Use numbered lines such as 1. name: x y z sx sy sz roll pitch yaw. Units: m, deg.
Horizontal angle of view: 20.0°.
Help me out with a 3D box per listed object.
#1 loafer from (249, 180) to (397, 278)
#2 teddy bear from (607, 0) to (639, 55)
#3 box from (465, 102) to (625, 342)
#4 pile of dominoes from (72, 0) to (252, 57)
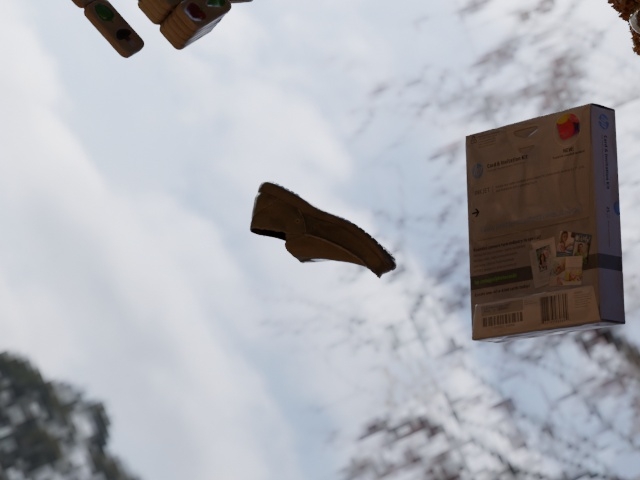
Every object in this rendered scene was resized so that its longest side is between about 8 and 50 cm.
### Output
1. loafer: 0.000 0.000 1.559 0.148 0.050 0.056 28 -4 29
2. teddy bear: 0.470 -0.255 2.229 0.245 0.113 0.338 26 -5 33
3. box: 0.191 -0.012 1.564 0.145 0.038 0.186 -13 -105 45
4. pile of dominoes: -0.179 -0.287 1.638 0.251 0.196 0.040 49 -47 2
